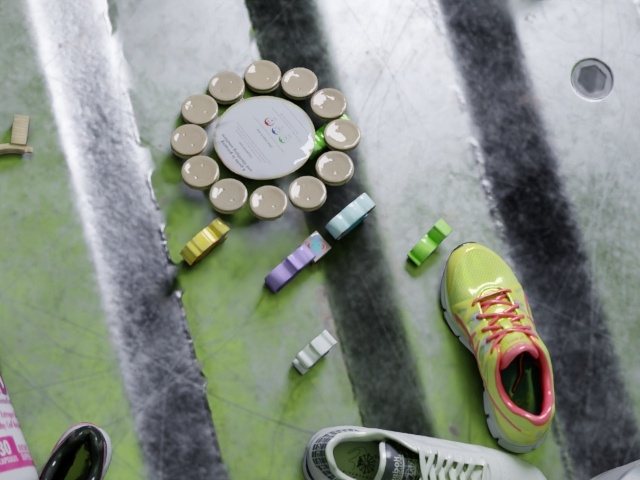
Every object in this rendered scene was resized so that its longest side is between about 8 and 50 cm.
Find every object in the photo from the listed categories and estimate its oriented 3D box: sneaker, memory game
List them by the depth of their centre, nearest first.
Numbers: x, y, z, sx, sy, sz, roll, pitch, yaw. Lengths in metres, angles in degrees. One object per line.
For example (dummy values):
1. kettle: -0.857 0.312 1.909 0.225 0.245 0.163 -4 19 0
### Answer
1. sneaker: -0.241 0.244 1.576 0.072 0.077 0.178 16 75 -3
2. sneaker: 0.102 0.221 1.623 0.235 0.095 0.090 8 74 -8
3. sneaker: 0.179 0.094 1.664 0.081 0.094 0.208 -19 78 -11
4. memory game: -0.053 -0.097 1.692 0.186 0.012 0.186 0 59 -1

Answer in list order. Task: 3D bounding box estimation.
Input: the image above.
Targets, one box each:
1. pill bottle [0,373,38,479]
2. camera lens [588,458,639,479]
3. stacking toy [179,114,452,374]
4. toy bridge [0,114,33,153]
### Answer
1. pill bottle: -0.370 0.116 1.545 0.160 0.160 0.283 -21 80 -12
2. camera lens: 0.313 0.299 1.539 0.219 0.274 0.219 2 76 -8
3. stacking toy: 0.000 0.000 1.684 0.221 0.052 0.167 -42 85 -16
4. toy bridge: -0.368 -0.097 1.668 0.188 0.026 0.063 7 78 -7
